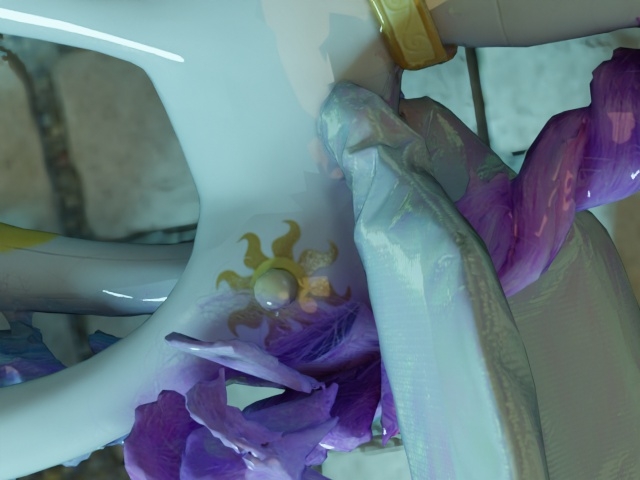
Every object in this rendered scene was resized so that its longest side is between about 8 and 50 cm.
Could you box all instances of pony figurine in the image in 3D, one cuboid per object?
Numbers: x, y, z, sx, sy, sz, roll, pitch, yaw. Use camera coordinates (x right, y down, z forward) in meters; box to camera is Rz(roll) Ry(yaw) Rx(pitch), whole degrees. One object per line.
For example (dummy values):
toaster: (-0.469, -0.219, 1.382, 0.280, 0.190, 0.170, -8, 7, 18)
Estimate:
pony figurine: (0.000, 0.000, 0.549, 0.363, 0.303, 0.351, -6, 91, 14)
